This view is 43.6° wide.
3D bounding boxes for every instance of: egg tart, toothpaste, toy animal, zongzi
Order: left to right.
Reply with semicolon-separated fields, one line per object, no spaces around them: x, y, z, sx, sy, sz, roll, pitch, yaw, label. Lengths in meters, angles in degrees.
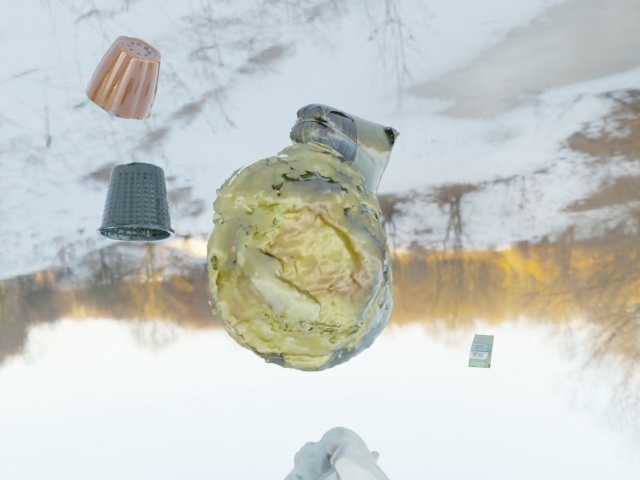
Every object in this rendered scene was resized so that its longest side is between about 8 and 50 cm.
-0.004;0.022;0.996;0.297;0.297;0.132;-5;179;-31;egg tart
0.034;-0.131;1.808;0.154;0.318;0.289;8;180;40;zongzi
0.048;0.479;1.484;0.196;0.241;0.367;-42;-175;-6;toy animal
0.322;0.219;1.592;0.043;0.037;0.178;6;-175;14;toothpaste

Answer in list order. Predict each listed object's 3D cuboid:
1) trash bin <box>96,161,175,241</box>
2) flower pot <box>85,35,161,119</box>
-0.417;-0.088;1.814;0.175;0.161;0.175;-2;168;0;trash bin
-0.518;-0.445;2.152;0.190;0.191;0.173;-4;135;-43;flower pot
